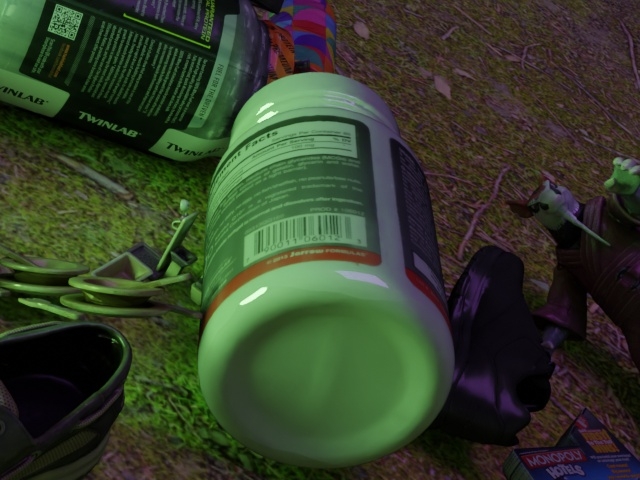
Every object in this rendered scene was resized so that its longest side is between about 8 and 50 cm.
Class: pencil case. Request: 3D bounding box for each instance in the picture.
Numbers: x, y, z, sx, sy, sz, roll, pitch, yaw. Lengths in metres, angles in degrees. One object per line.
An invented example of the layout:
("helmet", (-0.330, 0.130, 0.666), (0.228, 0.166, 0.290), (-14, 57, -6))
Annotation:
("pencil case", (-0.030, -0.217, 1.798), (0.104, 0.104, 0.236), (26, 28, -13))

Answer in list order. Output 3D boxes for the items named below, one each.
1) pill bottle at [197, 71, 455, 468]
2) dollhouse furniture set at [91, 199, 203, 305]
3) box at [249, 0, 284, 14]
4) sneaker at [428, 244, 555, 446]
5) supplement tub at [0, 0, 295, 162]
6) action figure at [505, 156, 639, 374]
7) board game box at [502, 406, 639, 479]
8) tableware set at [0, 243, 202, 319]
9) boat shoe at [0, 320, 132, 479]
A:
("pill bottle", (0.001, 0.010, 1.328), (0.210, 0.210, 0.363), (23, 31, -16))
("dollhouse furniture set", (-0.140, 0.018, 1.340), (0.091, 0.081, 0.114), (38, 29, 10))
("box", (-0.216, -0.366, 1.637), (0.318, 0.097, 0.395), (19, 4, 10))
("sneaker", (0.171, 0.110, 1.467), (0.130, 0.109, 0.286), (22, 37, 7))
("supplement tub", (-0.197, -0.195, 1.498), (0.316, 0.194, 0.194), (19, 32, -24))
("action figure", (0.365, 0.042, 1.631), (0.370, 0.248, 0.275), (48, 31, 20))
("board game box", (0.257, 0.247, 1.402), (0.194, 0.060, 0.194), (5, 38, -40))
("tableware set", (-0.195, 0.030, 1.209), (0.128, 0.039, 0.194), (2, 6, -43))
("boat shoe", (-0.261, 0.126, 1.004), (0.132, 0.130, 0.355), (41, 30, 15))
